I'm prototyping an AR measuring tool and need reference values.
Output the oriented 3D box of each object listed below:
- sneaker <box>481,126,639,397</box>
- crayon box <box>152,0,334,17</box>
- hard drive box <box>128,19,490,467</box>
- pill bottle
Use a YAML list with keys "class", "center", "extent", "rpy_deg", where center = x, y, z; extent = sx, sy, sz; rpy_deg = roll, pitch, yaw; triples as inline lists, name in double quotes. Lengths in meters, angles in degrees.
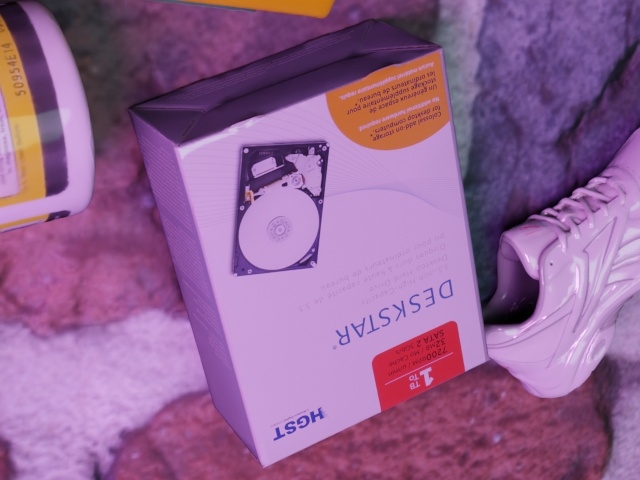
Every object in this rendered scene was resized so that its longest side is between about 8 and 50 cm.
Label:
- class: "sneaker"
  center: [0.193, 0.004, 0.882]
  extent: [0.115, 0.090, 0.232]
  rpy_deg: [29, 94, -31]
- class: "crayon box"
  center: [-0.055, -0.226, 0.567]
  extent: [0.203, 0.083, 0.323]
  rpy_deg: [0, 137, -29]
- class: "hard drive box"
  center: [0.000, 0.000, 0.770]
  extent: [0.181, 0.089, 0.232]
  rpy_deg: [-24, 120, -18]
- class: "pill bottle"
  center: [-0.230, -0.048, 0.601]
  extent: [0.208, 0.119, 0.119]
  rpy_deg: [-15, 117, -24]
